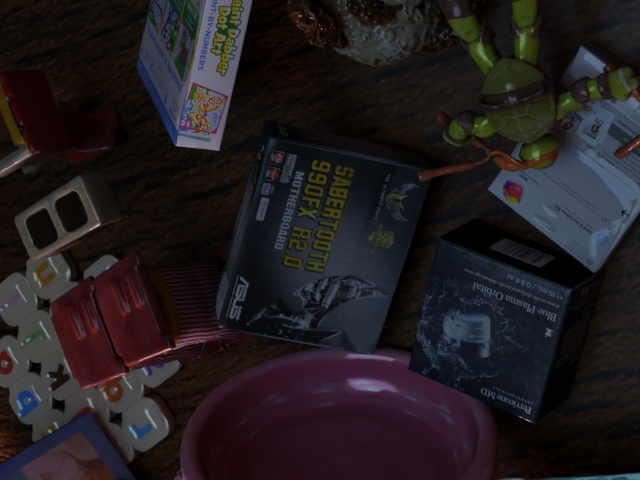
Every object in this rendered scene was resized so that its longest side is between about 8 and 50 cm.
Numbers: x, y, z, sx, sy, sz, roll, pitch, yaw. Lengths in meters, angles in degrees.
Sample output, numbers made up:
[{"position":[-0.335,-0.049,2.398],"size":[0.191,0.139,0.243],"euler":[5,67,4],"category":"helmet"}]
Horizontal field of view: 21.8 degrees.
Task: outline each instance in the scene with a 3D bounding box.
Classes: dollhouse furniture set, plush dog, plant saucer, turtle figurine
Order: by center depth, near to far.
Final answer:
[{"position":[0.180,-0.152,1.623],"size":[0.269,0.087,0.217],"euler":[-12,106,34],"category":"turtle figurine"},{"position":[0.050,-0.289,1.674],"size":[0.210,0.262,0.225],"euler":[179,87,-65],"category":"plush dog"},{"position":[0.021,0.232,1.747],"size":[0.332,0.332,0.084],"euler":[13,125,27],"category":"plant saucer"},{"position":[-0.227,-0.032,1.902],"size":[0.152,0.201,0.374],"euler":[-27,82,33],"category":"dollhouse furniture set"}]

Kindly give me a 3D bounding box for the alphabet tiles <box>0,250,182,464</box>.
[{"position":[-0.299,0.149,2.088],"size":[0.278,0.021,0.284],"euler":[-38,82,32],"category":"alphabet tiles"}]

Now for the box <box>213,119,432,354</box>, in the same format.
[{"position":[0.000,0.000,1.792],"size":[0.183,0.056,0.231],"euler":[12,113,-13],"category":"box"}]

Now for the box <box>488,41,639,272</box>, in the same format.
[{"position":[0.276,-0.083,1.676],"size":[0.145,0.038,0.186],"euler":[39,118,17],"category":"box"}]

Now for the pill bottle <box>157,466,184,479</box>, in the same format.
[{"position":[-0.106,0.301,1.953],"size":[0.216,0.121,0.121],"euler":[-34,85,32],"category":"pill bottle"}]

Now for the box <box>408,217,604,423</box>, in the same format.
[{"position":[0.192,0.083,1.737],"size":[0.156,0.093,0.158],"euler":[22,114,24],"category":"box"}]

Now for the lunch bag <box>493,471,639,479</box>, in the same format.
[{"position":[0.265,0.347,1.683],"size":[0.262,0.160,0.223],"euler":[-5,78,24],"category":"lunch bag"}]

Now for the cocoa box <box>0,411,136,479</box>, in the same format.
[{"position":[-0.315,0.433,2.032],"size":[0.228,0.231,0.347],"euler":[-38,85,36],"category":"cocoa box"}]

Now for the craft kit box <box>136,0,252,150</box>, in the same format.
[{"position":[-0.132,-0.255,1.775],"size":[0.250,0.061,0.246],"euler":[-121,39,-60],"category":"craft kit box"}]
